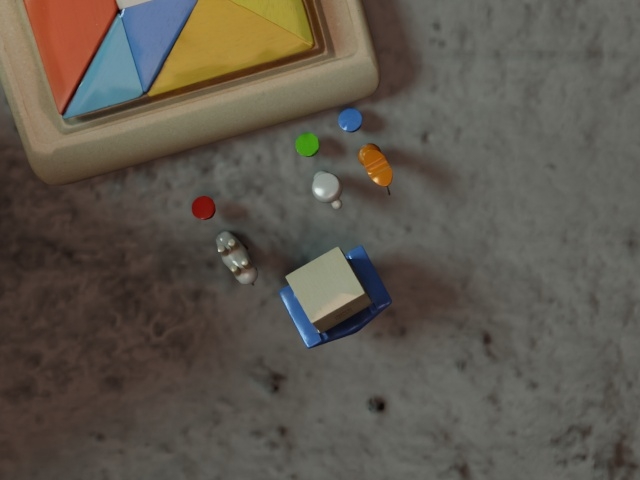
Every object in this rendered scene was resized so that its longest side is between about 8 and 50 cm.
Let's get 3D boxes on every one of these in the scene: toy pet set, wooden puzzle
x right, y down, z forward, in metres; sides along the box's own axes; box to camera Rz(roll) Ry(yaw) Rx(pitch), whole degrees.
[{"bbox_3d":[0.000,0.000,0.816,0.122,0.065,0.114,-29,74,2],"label":"toy pet set"},{"bbox_3d":[-0.095,-0.164,0.746,0.221,0.044,0.238,-16,110,0],"label":"wooden puzzle"}]
